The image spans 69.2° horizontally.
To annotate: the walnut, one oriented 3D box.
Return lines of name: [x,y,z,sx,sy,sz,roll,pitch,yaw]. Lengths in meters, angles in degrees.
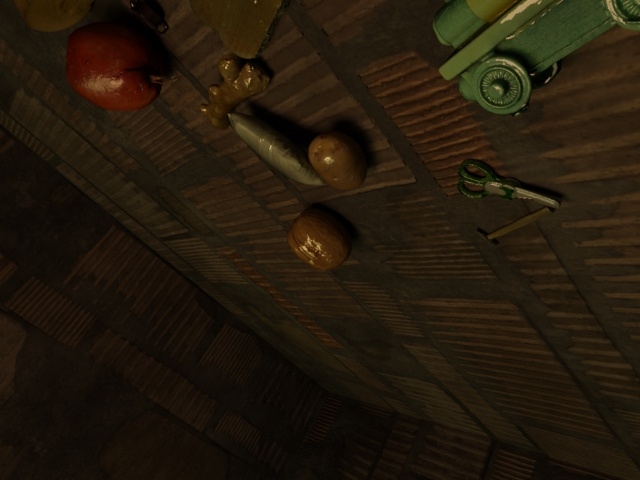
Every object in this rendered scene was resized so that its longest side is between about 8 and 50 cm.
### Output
walnut: [0.000,0.000,1.374,0.197,0.165,0.165,44,152,-8]

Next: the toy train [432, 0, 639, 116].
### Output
toy train: [0.277,-0.312,0.570,0.237,0.150,0.369,46,151,-10]

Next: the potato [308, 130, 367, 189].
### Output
potato: [0.043,-0.182,1.060,0.118,0.109,0.178,33,176,32]

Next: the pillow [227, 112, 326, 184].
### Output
pillow: [-0.104,-0.219,1.117,0.254,0.078,0.144,39,-179,21]

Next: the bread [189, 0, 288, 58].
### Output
bread: [-0.157,-0.468,0.848,0.207,0.056,0.286,36,153,-16]

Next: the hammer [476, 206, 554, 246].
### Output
hammer: [0.425,-0.036,1.018,0.062,0.013,0.199,35,153,-7]

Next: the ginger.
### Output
ginger: [-0.214,-0.340,1.108,0.118,0.065,0.299,21,160,-21]

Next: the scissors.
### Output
scissors: [0.377,-0.105,0.935,0.204,0.027,0.101,20,154,27]

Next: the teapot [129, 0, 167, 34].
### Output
teapot: [-0.384,-0.507,1.041,0.100,0.045,0.068,34,-176,-47]

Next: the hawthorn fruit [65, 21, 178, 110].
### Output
hawthorn fruit: [-0.471,-0.412,1.127,0.299,0.211,0.211,16,151,12]

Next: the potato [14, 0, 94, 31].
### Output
potato: [-0.626,-0.592,1.041,0.158,0.178,0.203,56,172,-14]
